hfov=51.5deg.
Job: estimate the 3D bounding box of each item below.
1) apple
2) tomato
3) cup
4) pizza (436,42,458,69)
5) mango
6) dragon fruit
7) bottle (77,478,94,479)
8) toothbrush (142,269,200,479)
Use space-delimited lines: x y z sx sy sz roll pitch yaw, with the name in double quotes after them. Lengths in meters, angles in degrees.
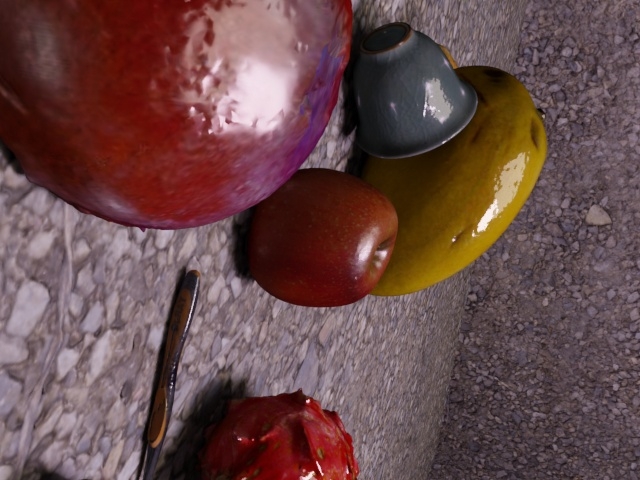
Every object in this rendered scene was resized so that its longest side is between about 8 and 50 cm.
0.000 0.000 0.836 0.181 0.169 0.181 -56 158 -36 "apple"
-0.086 -0.144 0.491 0.290 0.176 0.334 -24 128 -61 "tomato"
0.121 -0.243 1.000 0.199 0.199 0.150 -61 139 -33 "cup"
0.199 -0.249 1.328 0.280 0.075 0.287 31 77 -65 "pizza"
0.188 -0.096 1.132 0.445 0.301 0.220 -48 140 0 "mango"
-0.063 0.292 0.841 0.268 0.205 0.210 2 106 -61 "dragon fruit"
-0.228 0.338 0.490 0.347 0.169 0.168 -57 154 -51 "bottle"
-0.173 0.186 0.718 0.031 0.023 0.320 9 96 -73 "toothbrush"
